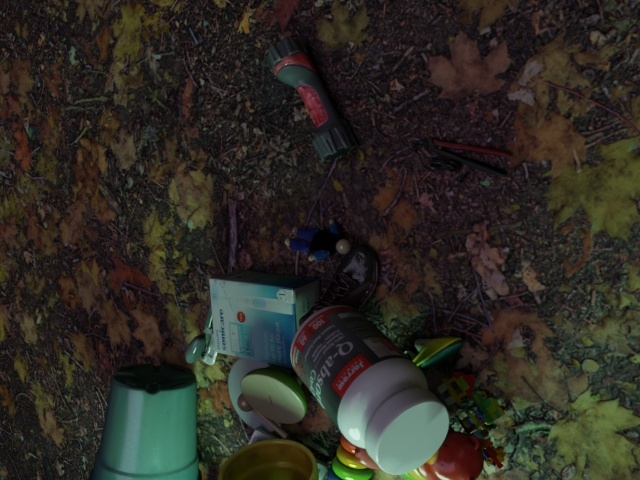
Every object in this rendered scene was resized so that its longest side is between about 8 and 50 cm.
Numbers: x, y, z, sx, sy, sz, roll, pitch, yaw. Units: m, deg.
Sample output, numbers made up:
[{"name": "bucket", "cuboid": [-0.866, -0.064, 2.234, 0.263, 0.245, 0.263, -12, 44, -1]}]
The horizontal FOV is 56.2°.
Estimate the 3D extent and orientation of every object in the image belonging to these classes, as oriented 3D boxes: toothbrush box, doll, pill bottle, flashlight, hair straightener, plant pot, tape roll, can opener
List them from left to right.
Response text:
[{"name": "plant pot", "cuboid": [-0.522, 0.574, 1.841, 0.341, 0.341, 0.333, 10, 97, 33]}, {"name": "can opener", "cuboid": [-0.319, 0.251, 1.769, 0.074, 0.093, 0.280, 31, 111, 28]}, {"name": "tape roll", "cuboid": [-0.158, 0.423, 1.694, 0.219, 0.072, 0.219, 7, 102, 34]}, {"name": "toothbrush box", "cuboid": [-0.147, 0.203, 1.612, 0.296, 0.126, 0.216, 5, 102, 36]}, {"name": "plant pot", "cuboid": [-0.120, 0.683, 1.533, 0.254, 0.254, 0.238, 6, 112, 34]}, {"name": "flashlight", "cuboid": [-0.028, -0.334, 1.437, 0.103, 0.103, 0.304, -29, 81, 34]}, {"name": "doll", "cuboid": [0.000, 0.000, 1.490, 0.189, 0.129, 0.046, 12, 150, 43]}, {"name": "pill bottle", "cuboid": [0.097, 0.306, 1.281, 0.363, 0.210, 0.210, 39, 123, 54]}, {"name": "hair straightener", "cuboid": [0.288, -0.166, 1.280, 0.231, 0.047, 0.089, 18, 108, 32]}]

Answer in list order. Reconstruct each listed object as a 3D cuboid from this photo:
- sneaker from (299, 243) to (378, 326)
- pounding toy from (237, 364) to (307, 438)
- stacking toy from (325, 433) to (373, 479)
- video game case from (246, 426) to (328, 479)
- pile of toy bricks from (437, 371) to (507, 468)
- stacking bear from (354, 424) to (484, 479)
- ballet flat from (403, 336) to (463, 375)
[{"name": "sneaker", "cuboid": [0.037, 0.147, 1.446, 0.106, 0.163, 0.281, 32, 116, 26]}, {"name": "pounding toy", "cuboid": [-0.109, 0.388, 1.566, 0.183, 0.110, 0.236, 31, 135, 4]}, {"name": "stacking toy", "cuboid": [0.082, 0.567, 1.530, 0.141, 0.141, 0.330, 16, 101, 32]}, {"name": "video game case", "cuboid": [-0.123, 0.658, 1.656, 0.227, 0.026, 0.206, 27, 95, 3]}, {"name": "pile of toy bricks", "cuboid": [0.359, 0.387, 1.320, 0.105, 0.118, 0.212, -33, 65, 0]}, {"name": "stacking bear", "cuboid": [0.232, 0.452, 1.306, 0.289, 0.164, 0.175, -10, 55, 62]}, {"name": "ballet flat", "cuboid": [0.233, 0.276, 1.394, 0.231, 0.077, 0.077, -54, 52, 32]}]
